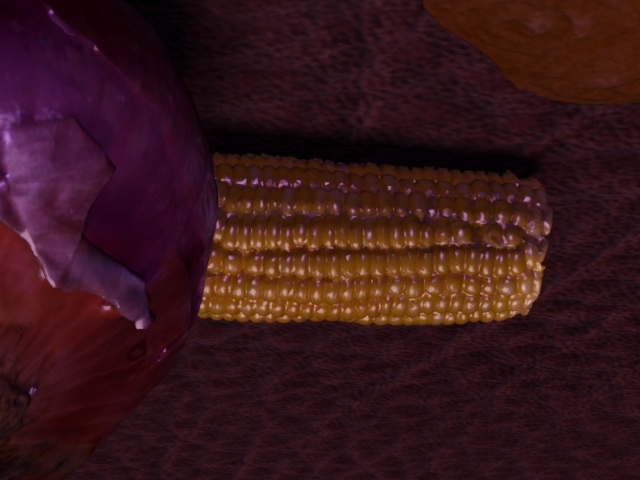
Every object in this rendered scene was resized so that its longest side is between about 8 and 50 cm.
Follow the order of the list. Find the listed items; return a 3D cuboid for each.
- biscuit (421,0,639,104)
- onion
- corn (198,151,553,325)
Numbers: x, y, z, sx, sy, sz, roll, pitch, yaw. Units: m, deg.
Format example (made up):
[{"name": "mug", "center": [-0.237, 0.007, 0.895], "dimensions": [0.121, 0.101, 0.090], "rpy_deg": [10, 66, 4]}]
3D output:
[{"name": "biscuit", "center": [0.150, -0.121, 0.592], "dimensions": [0.257, 0.049, 0.273], "rpy_deg": [-5, 156, 21]}, {"name": "onion", "center": [-0.226, -0.003, 0.708], "dimensions": [0.348, 0.285, 0.347], "rpy_deg": [-29, 149, -20]}, {"name": "corn", "center": [0.000, 0.000, 0.865], "dimensions": [0.244, 0.093, 0.093], "rpy_deg": [3, 159, -1]}]
